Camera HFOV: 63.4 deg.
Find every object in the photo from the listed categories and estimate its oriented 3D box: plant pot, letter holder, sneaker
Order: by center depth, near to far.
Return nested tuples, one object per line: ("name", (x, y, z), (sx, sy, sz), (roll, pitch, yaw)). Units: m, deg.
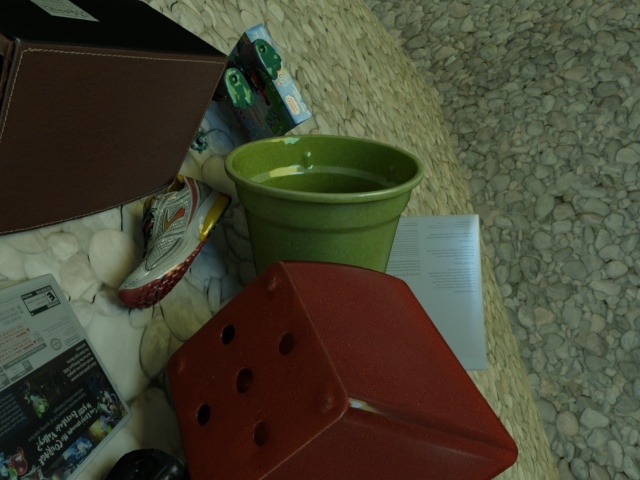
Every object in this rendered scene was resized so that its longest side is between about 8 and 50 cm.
("plant pot", (-0.005, 0.173, 0.562), (0.236, 0.267, 0.267), (35, 19, -45))
("letter holder", (-0.278, -0.150, 0.579), (0.152, 0.214, 0.302), (35, 26, 10))
("sneaker", (-0.199, -0.003, 0.663), (0.093, 0.088, 0.225), (33, 37, -11))
("plant pot", (0.000, 0.000, 0.772), (0.276, 0.276, 0.253), (-54, 151, -59))

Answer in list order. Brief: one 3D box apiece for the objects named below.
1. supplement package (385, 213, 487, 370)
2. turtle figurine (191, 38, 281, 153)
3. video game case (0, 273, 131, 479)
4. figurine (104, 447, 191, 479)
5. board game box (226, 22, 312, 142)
("supplement package", (0.176, 0.094, 0.958), (0.198, 0.199, 0.262), (71, 16, -87))
("turtle figurine", (-0.172, -0.223, 0.779), (0.118, 0.234, 0.175), (33, 66, -38))
("video game case", (-0.249, 0.124, 0.446), (0.173, 0.022, 0.190), (63, 6, -5))
("figurine", (-0.161, 0.337, 0.447), (0.214, 0.092, 0.209), (58, 37, -15))
("board game box", (-0.107, -0.251, 0.893), (0.039, 0.211, 0.160), (-34, 100, -22))
